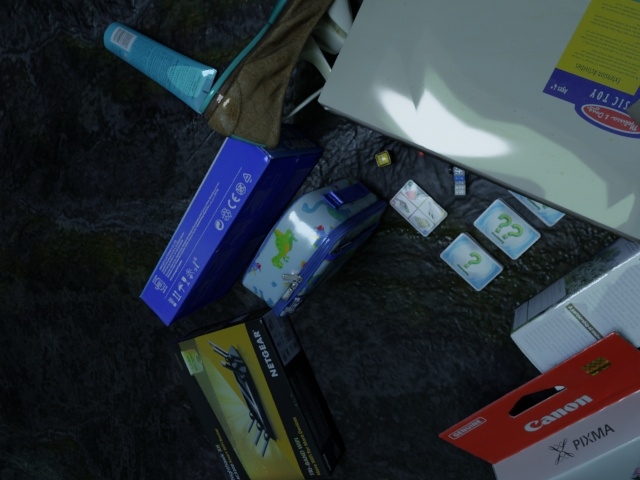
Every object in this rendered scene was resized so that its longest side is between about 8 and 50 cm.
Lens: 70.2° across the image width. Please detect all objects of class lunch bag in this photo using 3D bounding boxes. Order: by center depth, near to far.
[{"bbox_3d":[0.000,0.000,0.637,0.090,0.219,0.176,41,117,9],"label":"lunch bag"}]

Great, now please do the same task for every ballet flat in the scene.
[{"bbox_3d":[-0.025,-0.261,0.595,0.124,0.343,0.116,32,160,-21],"label":"ballet flat"}]

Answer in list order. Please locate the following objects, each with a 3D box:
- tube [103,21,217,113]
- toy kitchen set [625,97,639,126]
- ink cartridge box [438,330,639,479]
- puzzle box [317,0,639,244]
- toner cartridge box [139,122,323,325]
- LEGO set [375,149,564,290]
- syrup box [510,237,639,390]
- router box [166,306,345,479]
[{"bbox_3d":[-0.275,-0.304,0.784,0.207,0.052,0.080,33,120,8],"label":"tube"},{"bbox_3d":[0.320,-0.228,0.405,0.166,0.122,0.207,-36,78,13],"label":"toy kitchen set"},{"bbox_3d":[0.335,0.257,0.581,0.238,0.060,0.275,32,120,-21],"label":"ink cartridge box"},{"bbox_3d":[0.230,-0.203,0.525,0.408,0.052,0.272,29,97,16],"label":"puzzle box"},{"bbox_3d":[-0.146,-0.024,0.732,0.075,0.165,0.348,42,117,9],"label":"toner cartridge box"},{"bbox_3d":[0.190,-0.071,0.622,0.244,0.060,0.182,45,114,9],"label":"LEGO set"},{"bbox_3d":[0.360,0.071,0.557,0.096,0.093,0.237,49,118,6],"label":"syrup box"},{"bbox_3d":[-0.124,0.296,0.858,0.242,0.081,0.309,-21,94,29],"label":"router box"}]
